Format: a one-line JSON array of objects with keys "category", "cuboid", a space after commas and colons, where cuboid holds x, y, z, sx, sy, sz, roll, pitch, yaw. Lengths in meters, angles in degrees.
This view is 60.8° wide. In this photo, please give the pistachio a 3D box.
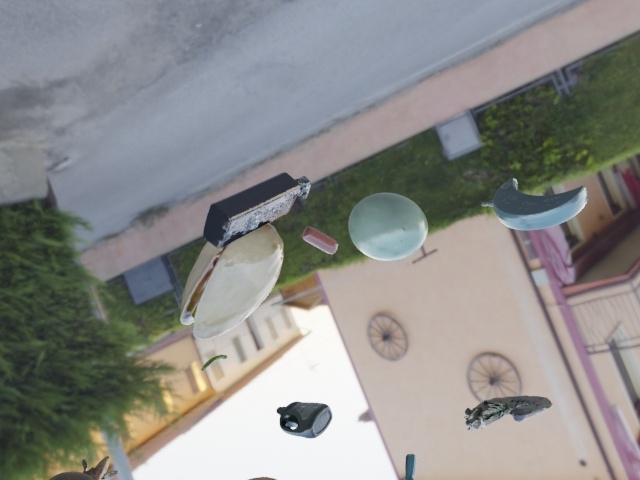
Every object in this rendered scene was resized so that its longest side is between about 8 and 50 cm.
[{"category": "pistachio", "cuboid": [-0.213, 0.087, 1.290, 0.318, 0.193, 0.214, -56, 157, -5]}]

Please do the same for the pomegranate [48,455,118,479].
[{"category": "pomegranate", "cuboid": [-0.557, 0.598, 1.250, 0.181, 0.182, 0.224, -23, -161, 15]}]

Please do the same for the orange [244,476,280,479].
[{"category": "orange", "cuboid": [-0.130, 0.660, 1.199, 0.261, 0.261, 0.261, -22, 178, -1]}]

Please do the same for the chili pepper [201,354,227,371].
[{"category": "chili pepper", "cuboid": [-0.300, 0.344, 1.546, 0.083, 0.030, 0.017, -20, -149, -33]}]

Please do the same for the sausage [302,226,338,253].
[{"category": "sausage", "cuboid": [0.000, 0.000, 2.190, 0.062, 0.154, 0.062, -55, -166, 21]}]

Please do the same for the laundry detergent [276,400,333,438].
[{"category": "laundry detergent", "cuboid": [-0.075, 0.591, 1.822, 0.221, 0.078, 0.144, -6, -158, 41]}]

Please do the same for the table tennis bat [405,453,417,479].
[{"category": "table tennis bat", "cuboid": [0.252, 0.715, 1.559, 0.033, 0.201, 0.124, 20, 149, -16]}]

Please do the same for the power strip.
[{"category": "power strip", "cuboid": [0.528, -0.095, 1.388, 0.167, 0.054, 0.253, -39, -150, -25]}]

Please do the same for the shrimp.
[{"category": "shrimp", "cuboid": [0.603, 0.554, 1.770, 0.360, 0.085, 0.247, -3, 167, -34]}]

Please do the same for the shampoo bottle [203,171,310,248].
[{"category": "shampoo bottle", "cuboid": [-0.126, -0.084, 1.218, 0.309, 0.071, 0.098, -34, 155, -48]}]

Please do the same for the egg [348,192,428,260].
[{"category": "egg", "cuboid": [0.147, -0.030, 1.197, 0.149, 0.150, 0.192, -20, -157, -38]}]
